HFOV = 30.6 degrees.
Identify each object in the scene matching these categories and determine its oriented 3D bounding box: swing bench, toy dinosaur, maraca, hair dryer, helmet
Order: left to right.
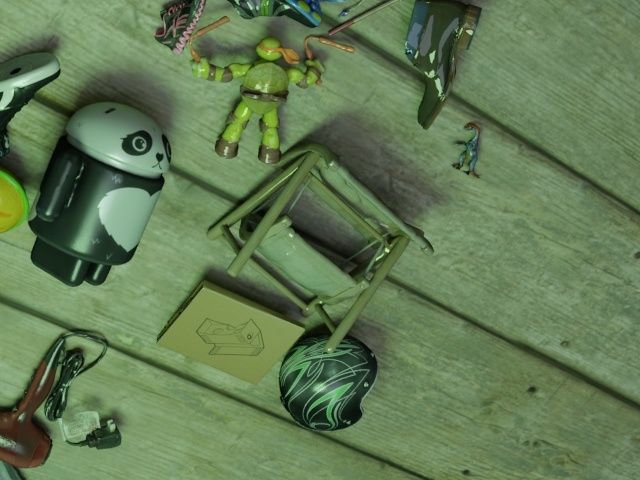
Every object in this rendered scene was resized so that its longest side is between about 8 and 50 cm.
[{"bbox_3d":[-0.528,-0.059,1.768,0.186,0.099,0.127,-9,123,18],"label":"maraca"},{"bbox_3d":[-0.494,0.278,1.985,0.294,0.080,0.223,-14,105,-15],"label":"hair dryer"},{"bbox_3d":[0.000,0.000,1.914,0.254,0.165,0.253,-46,119,4],"label":"swing bench"},{"bbox_3d":[0.012,0.239,2.042,0.169,0.169,0.161,-5,135,-13],"label":"helmet"},{"bbox_3d":[0.253,-0.156,1.983,0.090,0.047,0.082,11,108,-57],"label":"toy dinosaur"}]

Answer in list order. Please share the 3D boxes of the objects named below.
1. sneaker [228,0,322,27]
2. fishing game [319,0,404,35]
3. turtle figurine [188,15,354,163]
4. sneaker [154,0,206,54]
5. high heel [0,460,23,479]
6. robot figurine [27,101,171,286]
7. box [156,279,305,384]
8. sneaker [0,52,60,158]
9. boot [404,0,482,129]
[{"bbox_3d":[-0.085,-0.365,1.749,0.188,0.067,0.078,19,137,-14],"label":"sneaker"},{"bbox_3d":[0.029,-0.443,1.753,0.189,0.041,0.264,-26,122,2],"label":"fishing game"},{"bbox_3d":[-0.079,-0.226,1.806,0.270,0.087,0.217,-2,123,-25],"label":"turtle figurine"},{"bbox_3d":[-0.209,-0.333,1.734,0.057,0.047,0.119,28,122,-11],"label":"sneaker"},{"bbox_3d":[-0.622,0.495,2.031,0.261,0.093,0.186,-28,115,-10],"label":"high heel"},{"bbox_3d":[-0.331,-0.069,1.758,0.174,0.209,0.278,22,100,-16],"label":"robot figurine"},{"bbox_3d":[-0.153,0.160,1.998,0.201,0.021,0.164,26,126,-22],"label":"box"},{"bbox_3d":[-0.466,-0.190,1.730,0.217,0.079,0.121,-20,125,5],"label":"sneaker"},{"bbox_3d":[0.171,-0.289,1.871,0.106,0.082,0.219,20,116,-1],"label":"boot"}]
